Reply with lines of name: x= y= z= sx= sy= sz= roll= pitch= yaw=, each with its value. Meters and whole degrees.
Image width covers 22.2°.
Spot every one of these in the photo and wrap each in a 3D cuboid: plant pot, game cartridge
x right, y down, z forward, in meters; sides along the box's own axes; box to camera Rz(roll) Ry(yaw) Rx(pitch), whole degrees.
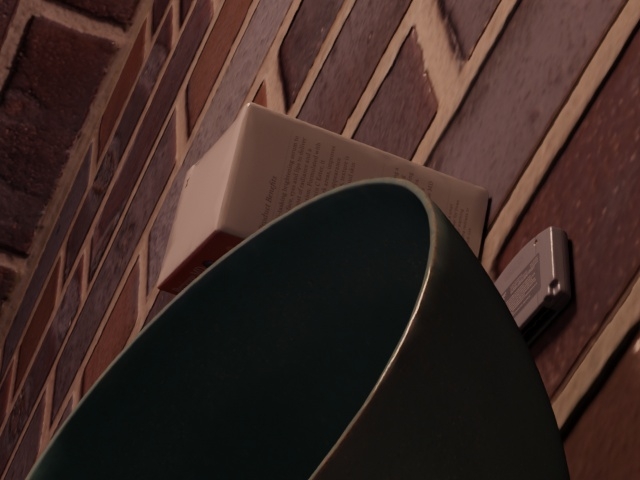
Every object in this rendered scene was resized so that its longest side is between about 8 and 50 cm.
plant pot: x=0.006 y=0.141 z=0.768 sx=0.290 sy=0.195 sz=0.290 roll=-39 pitch=21 yaw=18
game cartridge: x=0.115 y=0.032 z=0.921 sx=0.083 sy=0.017 sz=0.056 roll=126 pitch=153 yaw=-44

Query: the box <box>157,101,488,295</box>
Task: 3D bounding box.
box: x=0.000 y=0.000 z=1.051 sx=0.130 sy=0.171 sz=0.091 roll=141 pitch=145 yaw=-62
